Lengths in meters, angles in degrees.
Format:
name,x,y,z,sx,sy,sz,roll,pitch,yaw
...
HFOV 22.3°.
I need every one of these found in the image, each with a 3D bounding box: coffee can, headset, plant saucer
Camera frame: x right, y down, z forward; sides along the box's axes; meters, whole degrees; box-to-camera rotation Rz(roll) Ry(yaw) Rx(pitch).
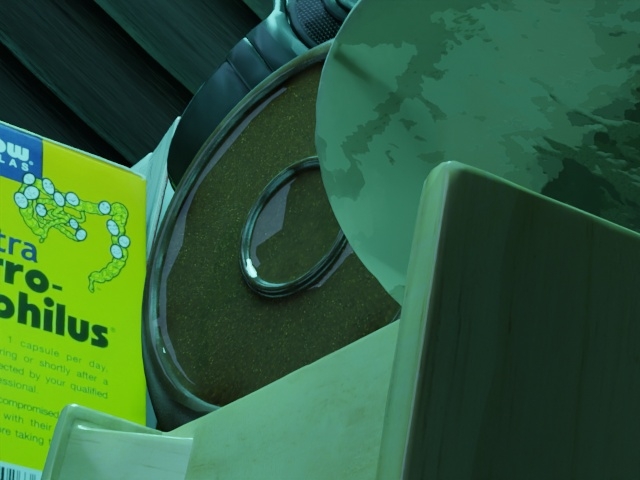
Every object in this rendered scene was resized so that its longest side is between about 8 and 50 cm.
name,x,y,z,sx,sy,sz,roll,pitch,yaw
coffee can,0.135,-0.098,0.713,0.201,0.201,0.275,-40,12,37
headset,0.075,-0.116,1.166,0.394,0.185,0.243,-42,-26,10
plant saucer,0.000,0.000,0.912,0.310,0.050,0.311,-26,48,32

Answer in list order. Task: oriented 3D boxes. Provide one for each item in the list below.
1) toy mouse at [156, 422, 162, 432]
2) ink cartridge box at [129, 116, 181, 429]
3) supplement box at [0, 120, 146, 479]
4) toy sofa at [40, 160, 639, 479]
name,x,y,z,sx,sy,sz,roll,pitch,yaw
toy mouse,-0.099,0.122,1.371,0.143,0.031,0.161,-51,10,-23
ink cartridge box,-0.146,0.075,1.285,0.261,0.066,0.296,154,130,-68
supplement box,-0.247,0.114,1.107,0.194,0.195,0.357,-39,43,40
toy sofa,0.022,0.119,0.571,0.362,0.177,0.150,-32,42,58
